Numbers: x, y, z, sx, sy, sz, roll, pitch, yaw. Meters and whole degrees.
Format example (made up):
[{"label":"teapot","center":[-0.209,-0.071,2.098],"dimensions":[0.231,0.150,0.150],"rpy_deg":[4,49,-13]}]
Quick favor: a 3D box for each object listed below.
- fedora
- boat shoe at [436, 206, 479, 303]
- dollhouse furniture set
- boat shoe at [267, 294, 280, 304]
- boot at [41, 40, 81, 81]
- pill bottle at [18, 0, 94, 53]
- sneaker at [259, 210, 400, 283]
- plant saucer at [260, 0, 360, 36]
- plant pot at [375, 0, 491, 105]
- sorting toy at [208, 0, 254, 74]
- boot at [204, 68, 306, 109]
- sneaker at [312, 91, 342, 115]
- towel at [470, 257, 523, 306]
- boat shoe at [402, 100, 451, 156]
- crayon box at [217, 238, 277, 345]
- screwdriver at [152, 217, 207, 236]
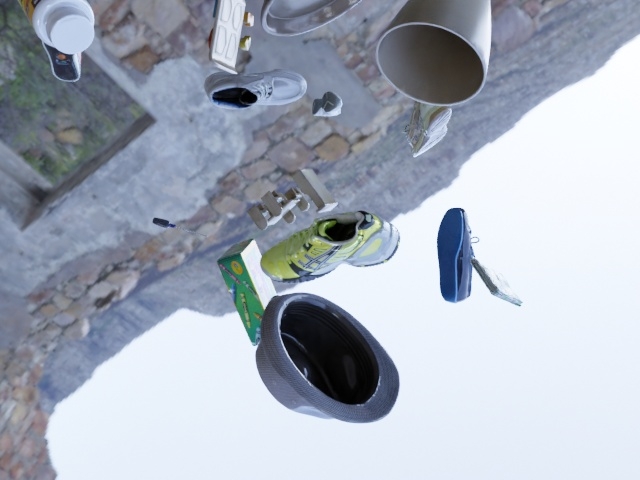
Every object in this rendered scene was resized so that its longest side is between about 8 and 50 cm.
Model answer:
[{"label":"fedora","center":[-0.008,0.224,1.201],"dimensions":[0.124,0.275,0.244],"rpy_deg":[-48,-172,35]},{"label":"boat shoe","center":[0.369,0.037,1.860],"dimensions":[0.109,0.088,0.259],"rpy_deg":[20,-71,53]},{"label":"dollhouse furniture set","center":[-0.090,-0.115,2.420],"dimensions":[0.242,0.161,0.212],"rpy_deg":[-41,169,24]},{"label":"boat shoe","center":[-0.058,0.232,1.937],"dimensions":[0.084,0.233,0.079],"rpy_deg":[-38,-161,27]},{"label":"boot","center":[-0.601,-0.518,1.625],"dimensions":[0.244,0.088,0.176],"rpy_deg":[128,-36,-63]},{"label":"pill bottle","center":[-0.524,-0.462,1.359],"dimensions":[0.117,0.117,0.215],"rpy_deg":[-41,-122,6]},{"label":"sneaker","center":[0.000,0.000,1.691],"dimensions":[0.384,0.147,0.145],"rpy_deg":[-17,-129,29]},{"label":"plant saucer","center":[-0.002,-0.510,1.394],"dimensions":[0.277,0.041,0.278],"rpy_deg":[-26,173,-3]},{"label":"plant pot","center":[0.294,-0.502,1.595],"dimensions":[0.256,0.256,0.274],"rpy_deg":[-9,-130,50]},{"label":"sorting toy","center":[-0.256,-0.593,1.950],"dimensions":[0.307,0.041,0.229],"rpy_deg":[-34,131,-79]},{"label":"boot","center":[-0.154,-0.361,1.690],"dimensions":[0.258,0.095,0.123],"rpy_deg":[-5,-149,-11]},{"label":"sneaker","center":[0.029,-0.344,1.743],"dimensions":[0.152,0.061,0.054],"rpy_deg":[-167,-97,-69]},{"label":"towel","center":[0.427,0.100,1.657],"dimensions":[0.023,0.152,0.113],"rpy_deg":[-43,-128,22]},{"label":"boat shoe","center":[0.291,-0.322,1.907],"dimensions":[0.104,0.089,0.285],"rpy_deg":[-34,168,-13]},{"label":"crayon box","center":[-0.200,0.150,2.039],"dimensions":[0.081,0.279,0.165],"rpy_deg":[-19,-168,12]},{"label":"screwdriver","center":[-0.420,-0.039,2.058],"dimensions":[0.024,0.169,0.025],"rpy_deg":[-80,-176,-54]}]
